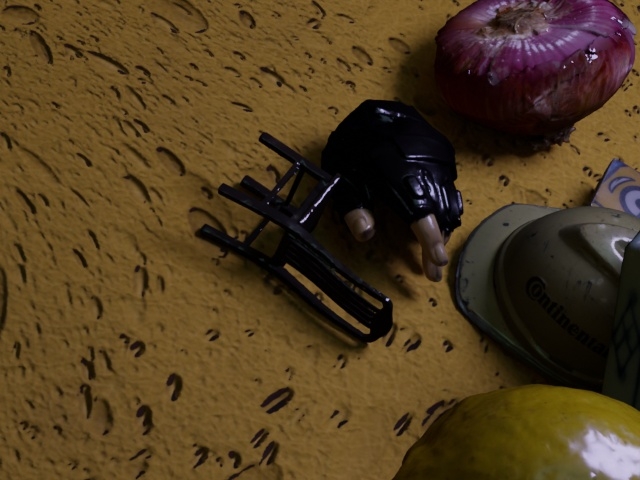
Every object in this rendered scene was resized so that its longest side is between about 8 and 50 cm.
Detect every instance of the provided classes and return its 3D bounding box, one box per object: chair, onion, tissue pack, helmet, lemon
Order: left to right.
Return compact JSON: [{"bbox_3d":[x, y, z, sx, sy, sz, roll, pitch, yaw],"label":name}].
[{"bbox_3d":[0.000,0.000,1.958,0.212,0.084,0.101,33,49,5],"label":"chair"},{"bbox_3d":[0.240,-0.182,2.190,0.230,0.163,0.230,-16,30,10],"label":"onion"},{"bbox_3d":[0.212,0.258,1.693,0.316,0.285,0.285,0,47,4],"label":"lemon"},{"bbox_3d":[0.274,0.036,1.989,0.257,0.137,0.204,27,60,1],"label":"helmet"},{"bbox_3d":[0.354,-0.009,2.142,0.148,0.060,0.108,31,47,2],"label":"tissue pack"}]

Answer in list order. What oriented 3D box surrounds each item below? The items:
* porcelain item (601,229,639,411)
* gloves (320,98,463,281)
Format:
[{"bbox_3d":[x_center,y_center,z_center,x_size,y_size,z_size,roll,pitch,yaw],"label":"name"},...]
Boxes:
[{"bbox_3d":[0.402,0.085,1.889,0.281,0.286,0.157,-11,24,-43],"label":"porcelain item"},{"bbox_3d":[0.086,-0.049,2.020,0.164,0.124,0.203,-15,42,-27],"label":"gloves"}]
